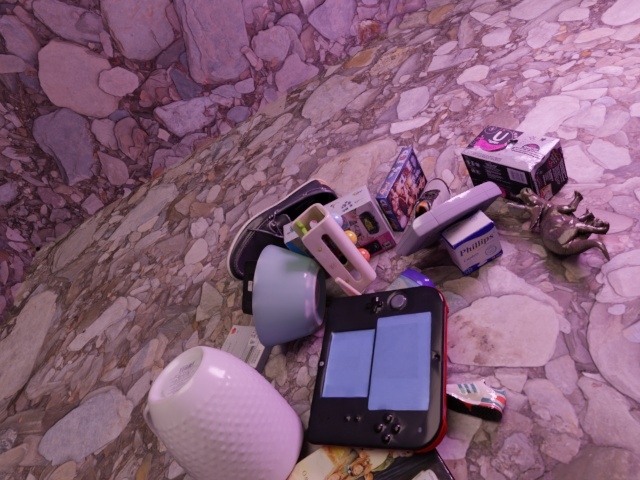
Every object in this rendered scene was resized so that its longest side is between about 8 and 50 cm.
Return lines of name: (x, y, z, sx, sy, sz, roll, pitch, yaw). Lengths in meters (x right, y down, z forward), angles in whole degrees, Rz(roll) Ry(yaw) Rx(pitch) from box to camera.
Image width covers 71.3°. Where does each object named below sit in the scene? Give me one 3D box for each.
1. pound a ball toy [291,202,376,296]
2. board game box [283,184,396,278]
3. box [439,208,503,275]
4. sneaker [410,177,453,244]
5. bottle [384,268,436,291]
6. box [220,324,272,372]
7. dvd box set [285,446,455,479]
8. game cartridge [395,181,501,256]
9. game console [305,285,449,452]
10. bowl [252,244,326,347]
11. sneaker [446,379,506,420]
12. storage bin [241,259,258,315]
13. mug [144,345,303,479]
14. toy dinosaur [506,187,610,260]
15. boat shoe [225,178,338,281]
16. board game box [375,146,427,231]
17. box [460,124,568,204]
pound a ball toy: (0.077, 0.055, 1.309, 0.135, 0.319, 0.208, -40, 29, 0)
board game box: (0.065, -0.015, 1.459, 0.303, 0.224, 0.098, -26, 39, 13)
box: (0.417, 0.007, 1.230, 0.126, 0.137, 0.072, -32, 37, 5)
sneaker: (0.355, -0.111, 1.433, 0.100, 0.108, 0.272, -6, 45, 36)
bottle: (0.192, 0.206, 1.229, 0.283, 0.092, 0.118, -44, 35, -10)
box: (-0.242, 0.350, 1.458, 0.186, 0.038, 0.145, -4, 47, 34)
dvd box set: (0.079, 0.569, 0.954, 0.420, 0.062, 0.308, -34, 36, 2)
game cartridge: (0.359, -0.061, 1.260, 0.297, 0.198, 0.062, -26, 68, -18)
game console: (0.137, 0.296, 1.073, 0.341, 0.060, 0.387, -10, 50, 29)
bowl: (-0.078, 0.169, 1.350, 0.163, 0.312, 0.312, 1, 47, 12)
sneaker: (0.338, 0.347, 1.007, 0.161, 0.057, 0.075, 3, 35, 42)
storage bin: (-0.201, 0.159, 1.504, 0.122, 0.084, 0.180, -6, 81, 58)
mug: (-0.281, 0.445, 1.108, 0.374, 0.328, 0.276, -22, 25, 29)
toy dinosaur: (0.632, -0.025, 1.145, 0.160, 0.121, 0.314, -35, 40, 21)
boat shoe: (-0.135, -0.037, 1.614, 0.500, 0.187, 0.156, -41, 30, -11)
board game box: (0.279, -0.173, 1.511, 0.042, 0.165, 0.243, 4, 53, 40)
box: (0.578, -0.227, 1.335, 0.142, 0.163, 0.247, -45, 38, -9)
